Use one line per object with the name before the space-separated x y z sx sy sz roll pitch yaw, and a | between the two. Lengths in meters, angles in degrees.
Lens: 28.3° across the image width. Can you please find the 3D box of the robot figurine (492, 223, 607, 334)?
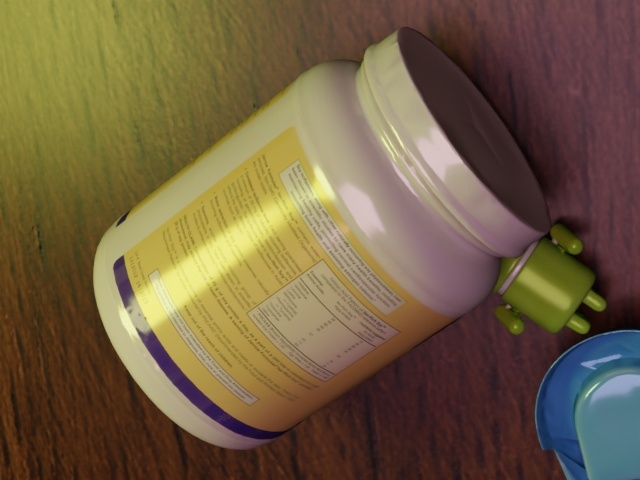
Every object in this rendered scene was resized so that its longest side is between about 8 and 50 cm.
robot figurine | 0.193 0.035 1.113 0.115 0.067 0.101 36 100 7

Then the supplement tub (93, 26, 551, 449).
supplement tub | 0.000 0.000 1.073 0.331 0.241 0.241 -35 91 21

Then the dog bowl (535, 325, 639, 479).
dog bowl | 0.293 0.211 1.121 0.165 0.074 0.297 -12 99 20
